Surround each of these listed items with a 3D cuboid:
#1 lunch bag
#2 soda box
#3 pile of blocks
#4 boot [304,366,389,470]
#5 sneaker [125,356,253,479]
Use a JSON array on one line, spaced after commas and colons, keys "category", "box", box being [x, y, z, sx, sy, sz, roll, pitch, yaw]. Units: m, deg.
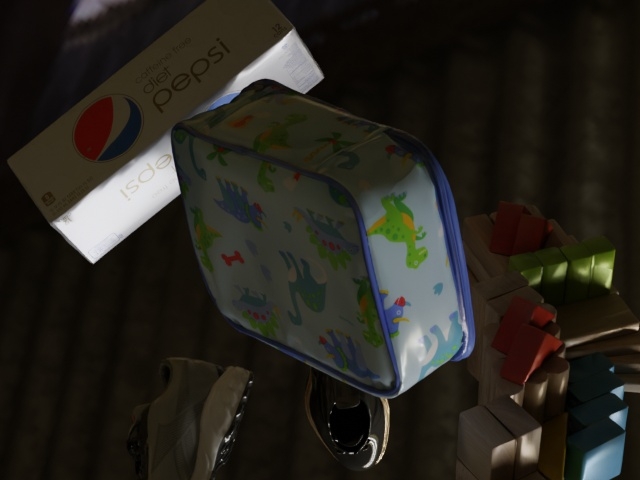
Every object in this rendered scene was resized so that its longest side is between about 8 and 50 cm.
[{"category": "lunch bag", "box": [0.000, 0.000, 1.270, 0.090, 0.176, 0.219, -29, -150, -29]}, {"category": "soda box", "box": [-0.108, -0.086, 1.381, 0.216, 0.069, 0.074, -39, -124, -2]}, {"category": "pile of blocks", "box": [0.175, 0.075, 1.457, 0.149, 0.112, 0.362, 2, -143, 3]}, {"category": "boot", "box": [0.024, 0.166, 1.740, 0.077, 0.198, 0.137, -12, -141, 4]}, {"category": "sneaker", "box": [-0.153, 0.229, 1.965, 0.100, 0.108, 0.271, 108, 1, -48]}]
